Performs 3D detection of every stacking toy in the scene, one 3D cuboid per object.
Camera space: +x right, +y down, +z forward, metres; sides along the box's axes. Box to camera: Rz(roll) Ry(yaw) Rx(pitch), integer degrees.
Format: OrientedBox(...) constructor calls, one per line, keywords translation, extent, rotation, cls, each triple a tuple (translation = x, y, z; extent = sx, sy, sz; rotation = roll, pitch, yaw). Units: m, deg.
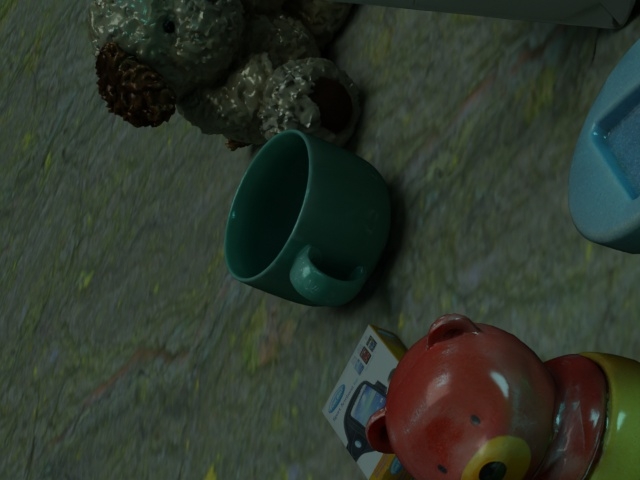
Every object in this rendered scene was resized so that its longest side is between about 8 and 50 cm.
OrientedBox(translation=(0.158, 0.039, 0.843), extent=(0.309, 0.130, 0.279), rotation=(-62, 19, 10), cls="stacking toy")

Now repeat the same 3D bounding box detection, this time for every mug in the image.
OrientedBox(translation=(-0.005, -0.001, 1.381), extent=(0.129, 0.097, 0.158), rotation=(-30, 46, 49), cls="mug")

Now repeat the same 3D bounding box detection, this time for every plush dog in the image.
OrientedBox(translation=(-0.102, -0.176, 1.544), extent=(0.210, 0.225, 0.262), rotation=(-37, 41, 45), cls="plush dog")

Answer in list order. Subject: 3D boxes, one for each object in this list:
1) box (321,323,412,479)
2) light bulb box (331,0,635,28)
OrientedBox(translation=(0.044, 0.121, 1.280), extent=(0.081, 0.028, 0.136), rotation=(-62, 29, 12), cls="box")
OrientedBox(translation=(0.130, -0.396, 1.151), extent=(0.358, 0.225, 0.361), rotation=(103, 172, -58), cls="light bulb box")
